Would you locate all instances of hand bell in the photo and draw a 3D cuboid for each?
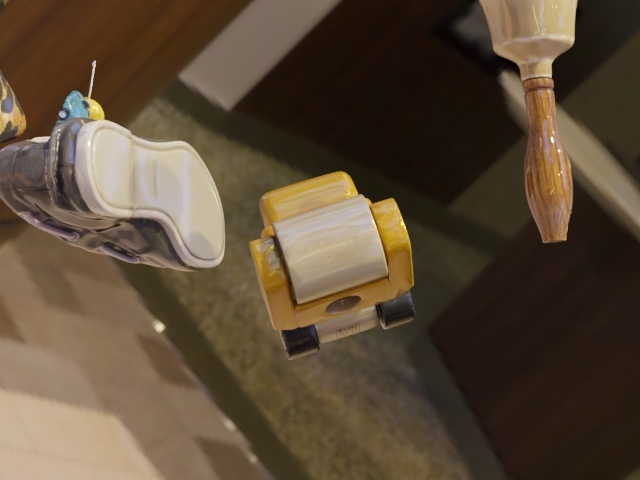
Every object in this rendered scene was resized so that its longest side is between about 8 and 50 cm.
[{"bbox_3d":[0.179,-0.118,1.346,0.126,0.126,0.242,8,77,-67],"label":"hand bell"}]

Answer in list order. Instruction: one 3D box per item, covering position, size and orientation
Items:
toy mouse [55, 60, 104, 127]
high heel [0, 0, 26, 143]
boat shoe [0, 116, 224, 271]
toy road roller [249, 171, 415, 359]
[{"bbox_3d":[-0.277,-0.107,1.831,0.031,0.161,0.143,17,20,5],"label":"toy mouse"},{"bbox_3d":[-0.204,-0.128,1.042,0.261,0.186,0.093,40,42,-62],"label":"high heel"},{"bbox_3d":[-0.177,-0.040,1.448,0.335,0.095,0.112,31,57,-70],"label":"boat shoe"},{"bbox_3d":[0.000,0.000,2.287,0.329,0.202,0.241,81,-10,-66],"label":"toy road roller"}]
